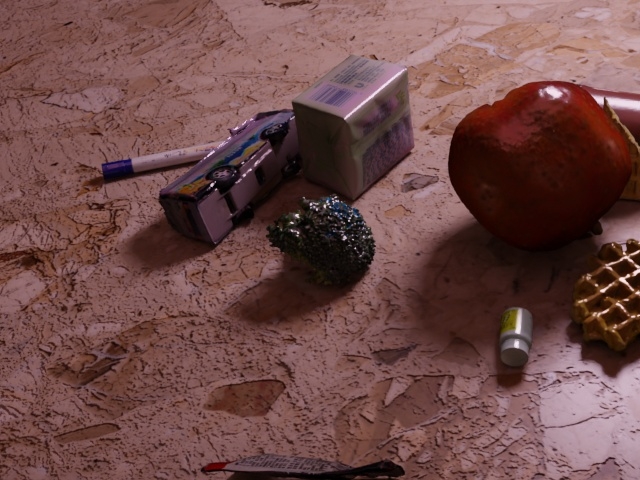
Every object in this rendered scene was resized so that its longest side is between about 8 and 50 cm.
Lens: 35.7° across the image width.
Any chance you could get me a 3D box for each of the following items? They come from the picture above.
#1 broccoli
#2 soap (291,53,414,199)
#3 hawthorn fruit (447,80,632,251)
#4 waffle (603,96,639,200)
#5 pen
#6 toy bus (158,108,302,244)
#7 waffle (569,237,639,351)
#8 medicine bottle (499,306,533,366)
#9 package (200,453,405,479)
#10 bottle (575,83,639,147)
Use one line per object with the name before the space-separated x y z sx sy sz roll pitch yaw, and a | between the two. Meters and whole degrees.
broccoli | 0.000 0.000 1.624 0.167 0.154 0.160 -28 3 -21
soap | 0.063 -0.208 1.805 0.138 0.182 0.199 21 48 34
hawthorn fruit | 0.352 -0.113 1.576 0.275 0.299 0.275 -41 12 11
waffle | 0.525 -0.149 1.639 0.125 0.191 0.032 9 39 20
pen | -0.291 -0.159 1.930 0.269 0.033 0.033 -11 39 -4
toy bus | -0.148 -0.127 1.813 0.138 0.112 0.317 11 41 37
waffle | 0.505 0.086 1.467 0.253 0.056 0.249 18 46 27
medicine bottle | 0.284 0.140 1.449 0.047 0.047 0.083 2 40 14
package | -0.017 0.288 1.263 0.239 0.154 0.030 1 77 12
bottle | 0.577 -0.182 1.704 0.336 0.144 0.144 10 43 21
